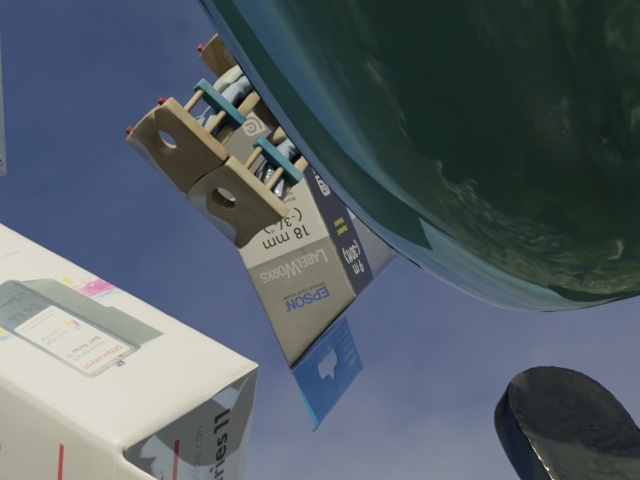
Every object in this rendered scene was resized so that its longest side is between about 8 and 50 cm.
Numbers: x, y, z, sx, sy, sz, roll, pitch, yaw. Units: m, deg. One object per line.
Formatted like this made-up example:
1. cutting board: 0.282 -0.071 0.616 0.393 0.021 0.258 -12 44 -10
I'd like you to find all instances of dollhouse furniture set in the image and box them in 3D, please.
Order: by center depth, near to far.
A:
1. dollhouse furniture set: -0.030 -0.111 1.001 0.129 0.129 0.183 43 -42 -12

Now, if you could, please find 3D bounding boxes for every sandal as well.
1. sandal: 0.292 0.260 1.066 0.167 0.446 0.107 -6 -43 -36

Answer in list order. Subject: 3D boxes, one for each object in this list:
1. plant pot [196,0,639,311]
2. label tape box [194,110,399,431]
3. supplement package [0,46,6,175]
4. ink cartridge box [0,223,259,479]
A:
1. plant pot: 0.099 -0.112 0.583 0.293 0.293 0.235 -21 -70 15
2. label tape box: 0.000 0.000 1.409 0.106 0.240 0.334 -22 -85 18
3. supplement package: -0.434 -0.174 1.350 0.149 0.203 0.194 -13 -21 13
4. ink cartridge box: -0.159 0.135 0.801 0.353 0.119 0.207 26 -56 29
